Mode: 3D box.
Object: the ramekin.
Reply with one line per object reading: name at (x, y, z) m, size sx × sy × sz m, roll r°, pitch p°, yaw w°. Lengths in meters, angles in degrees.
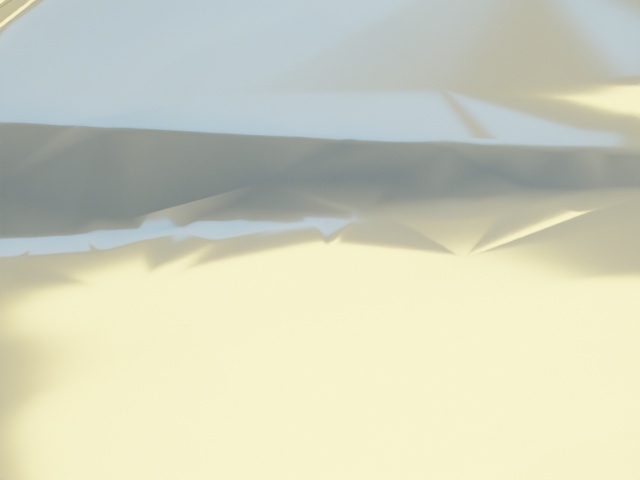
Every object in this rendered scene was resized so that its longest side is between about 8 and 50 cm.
ramekin at (0.000, 0.000, 0.466) m, size 0.273 × 0.127 × 0.273 m, roll -7°, pitch 126°, yaw -10°
